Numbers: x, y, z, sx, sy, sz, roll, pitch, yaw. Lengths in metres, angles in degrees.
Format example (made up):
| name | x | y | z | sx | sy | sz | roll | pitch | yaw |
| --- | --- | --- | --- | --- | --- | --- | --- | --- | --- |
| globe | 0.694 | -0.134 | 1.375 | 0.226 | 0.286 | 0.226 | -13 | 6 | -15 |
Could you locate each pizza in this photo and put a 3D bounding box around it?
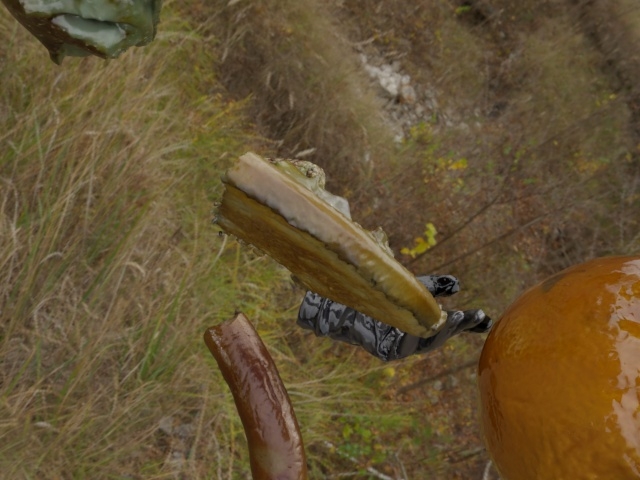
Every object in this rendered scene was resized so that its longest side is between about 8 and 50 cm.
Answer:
| name | x | y | z | sx | sy | sz | roll | pitch | yaw |
| --- | --- | --- | --- | --- | --- | --- | --- | --- | --- |
| pizza | 0.000 | 0.000 | 0.676 | 0.323 | 0.223 | 0.089 | 39 | 75 | -32 |

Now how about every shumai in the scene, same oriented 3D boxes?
| name | x | y | z | sx | sy | sz | roll | pitch | yaw |
| --- | --- | --- | --- | --- | --- | --- | --- | --- | --- |
| shumai | -0.198 | -0.234 | 0.494 | 0.142 | 0.184 | 0.184 | -2 | 62 | -22 |

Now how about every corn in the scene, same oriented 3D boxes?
| name | x | y | z | sx | sy | sz | roll | pitch | yaw |
| --- | --- | --- | --- | --- | --- | --- | --- | --- | --- |
| corn | -0.085 | -0.132 | 1.299 | 0.086 | 0.254 | 0.086 | -7 | 99 | -47 |

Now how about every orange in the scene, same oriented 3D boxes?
| name | x | y | z | sx | sy | sz | roll | pitch | yaw |
| --- | --- | --- | --- | --- | --- | --- | --- | --- | --- |
| orange | 0.310 | 0.166 | 0.610 | 0.312 | 0.312 | 0.311 | 29 | 44 | -32 |

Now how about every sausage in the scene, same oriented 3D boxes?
| name | x | y | z | sx | sy | sz | roll | pitch | yaw |
| --- | --- | --- | --- | --- | --- | --- | --- | --- | --- |
| sausage | -0.087 | 0.241 | 0.895 | 0.076 | 0.103 | 0.302 | -12 | 74 | -39 |

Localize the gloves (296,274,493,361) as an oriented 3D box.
| name | x | y | z | sx | sy | sz | roll | pitch | yaw |
| --- | --- | --- | --- | --- | --- | --- | --- | --- | --- |
| gloves | 0.104 | 0.104 | 0.906 | 0.119 | 0.286 | 0.142 | 57 | 43 | -50 |
